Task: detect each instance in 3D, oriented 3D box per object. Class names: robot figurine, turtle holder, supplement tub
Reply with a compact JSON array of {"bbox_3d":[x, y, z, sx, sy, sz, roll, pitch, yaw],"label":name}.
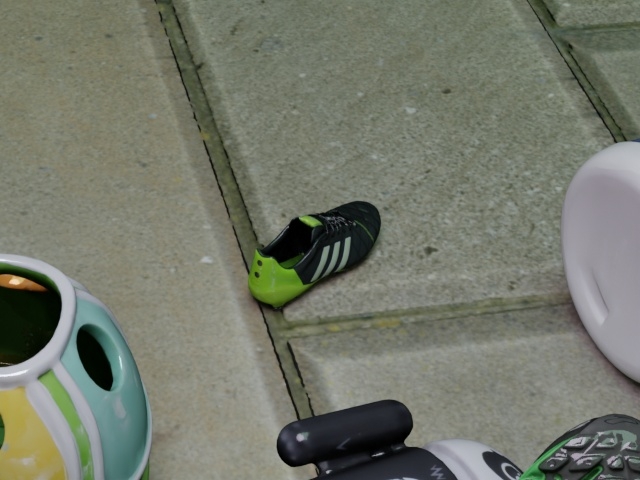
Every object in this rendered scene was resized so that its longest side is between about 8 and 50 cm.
[{"bbox_3d":[0.042,0.249,1.277,0.278,0.209,0.173,-15,32,-23],"label":"robot figurine"},{"bbox_3d":[-0.263,0.156,1.304,0.243,0.227,0.320,24,43,18],"label":"turtle holder"},{"bbox_3d":[0.408,-0.006,1.591,0.316,0.228,0.228,-14,44,-23],"label":"supplement tub"}]

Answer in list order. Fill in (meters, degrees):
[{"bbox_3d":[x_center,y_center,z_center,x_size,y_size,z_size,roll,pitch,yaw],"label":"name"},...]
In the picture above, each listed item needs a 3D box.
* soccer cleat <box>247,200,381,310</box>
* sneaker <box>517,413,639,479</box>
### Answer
[{"bbox_3d":[0.000,0.000,1.644,0.060,0.072,0.179,31,46,26],"label":"soccer cleat"},{"bbox_3d":[0.163,0.253,1.169,0.134,0.343,0.146,16,32,9],"label":"sneaker"}]
